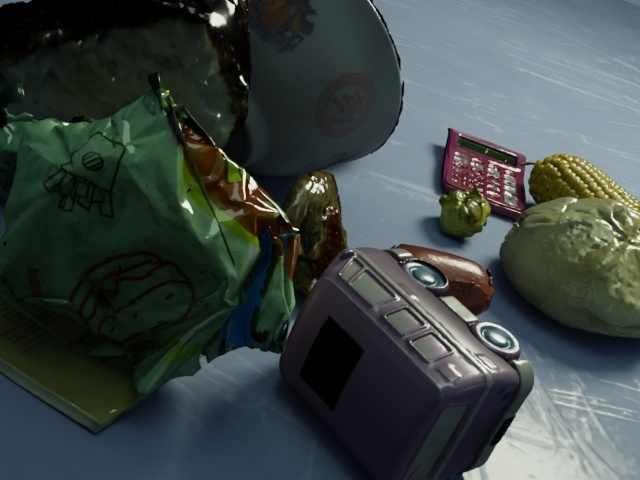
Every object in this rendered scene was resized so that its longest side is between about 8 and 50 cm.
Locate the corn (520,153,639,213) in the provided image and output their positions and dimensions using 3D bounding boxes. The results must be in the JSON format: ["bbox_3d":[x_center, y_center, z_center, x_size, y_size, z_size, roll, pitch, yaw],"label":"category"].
[{"bbox_3d":[0.396,-0.022,1.453,0.101,0.101,0.310,-5,38,-42],"label":"corn"}]

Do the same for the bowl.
[{"bbox_3d":[-0.091,-0.181,1.221,0.346,0.345,0.157,30,56,15],"label":"bowl"}]

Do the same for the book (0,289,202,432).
[{"bbox_3d":[-0.215,0.076,0.921,0.192,0.013,0.168,30,28,14],"label":"book"}]

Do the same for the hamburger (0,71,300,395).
[{"bbox_3d":[-0.167,0.008,0.863,0.276,0.260,0.150,0,39,35],"label":"hamburger"}]

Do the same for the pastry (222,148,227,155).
[{"bbox_3d":[-0.145,-0.054,1.110,0.097,0.115,0.208,18,23,-36],"label":"pastry"}]

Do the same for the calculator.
[{"bbox_3d":[0.233,-0.096,1.538,0.127,0.034,0.190,22,33,-3],"label":"calculator"}]

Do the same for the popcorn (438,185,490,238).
[{"bbox_3d":[0.179,-0.036,1.365,0.059,0.068,0.083,60,-7,-16],"label":"popcorn"}]

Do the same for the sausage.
[{"bbox_3d":[0.123,0.045,1.163,0.141,0.076,0.076,14,29,-15],"label":"sausage"}]

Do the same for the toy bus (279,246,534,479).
[{"bbox_3d":[0.065,0.105,0.937,0.142,0.142,0.202,-6,40,-44],"label":"toy bus"}]

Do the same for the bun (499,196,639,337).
[{"bbox_3d":[0.327,0.022,1.284,0.221,0.134,0.220,18,27,-10],"label":"bun"}]

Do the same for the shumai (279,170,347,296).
[{"bbox_3d":[-0.005,-0.006,1.117,0.105,0.123,0.139,30,13,-10],"label":"shumai"}]

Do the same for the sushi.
[{"bbox_3d":[-0.226,-0.153,1.057,0.344,0.196,0.182,-13,29,13],"label":"sushi"}]
